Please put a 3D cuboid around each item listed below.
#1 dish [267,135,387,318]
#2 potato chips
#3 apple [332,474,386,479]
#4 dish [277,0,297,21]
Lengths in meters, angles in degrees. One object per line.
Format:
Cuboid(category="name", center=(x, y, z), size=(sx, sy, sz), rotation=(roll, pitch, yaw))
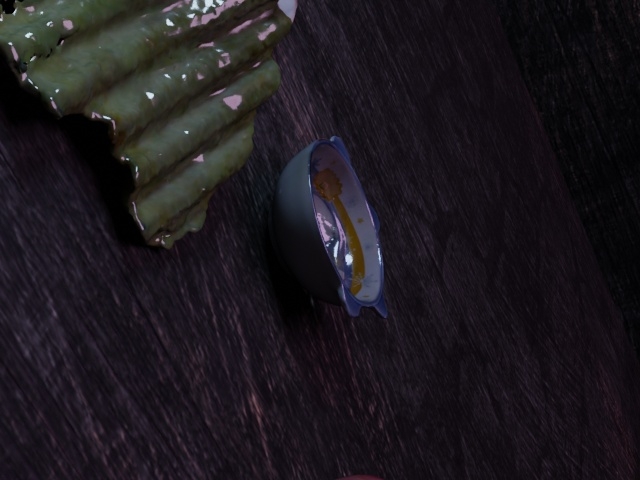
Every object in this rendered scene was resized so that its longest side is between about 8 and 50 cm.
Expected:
Cuboid(category="dish", center=(0.000, 0.000, 1.391), size=(0.228, 0.086, 0.236), rotation=(62, 23, -27))
Cuboid(category="potato chips", center=(-0.142, -0.217, 1.100), size=(0.373, 0.097, 0.389), rotation=(52, 53, -38))
Cuboid(category="apple", center=(0.033, 0.309, 1.181), size=(0.153, 0.120, 0.153), rotation=(41, 38, -43))
Cuboid(category="dish", center=(-0.097, -0.364, 1.443), size=(0.229, 0.081, 0.230), rotation=(-12, 90, -77))
